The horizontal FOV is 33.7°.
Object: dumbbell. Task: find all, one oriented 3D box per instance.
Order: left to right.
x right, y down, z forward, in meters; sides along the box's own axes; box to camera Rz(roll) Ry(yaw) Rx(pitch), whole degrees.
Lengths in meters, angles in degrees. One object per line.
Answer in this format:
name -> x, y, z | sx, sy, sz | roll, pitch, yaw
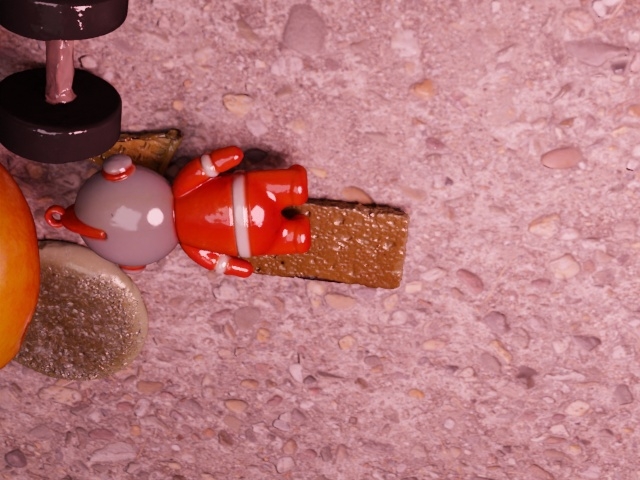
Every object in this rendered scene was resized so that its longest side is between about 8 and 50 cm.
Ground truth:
dumbbell -> -0.302, -0.214, 1.219 | 0.152, 0.152, 0.218 | 11, 127, 0

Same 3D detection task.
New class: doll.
doll -> -0.181, -0.033, 1.340 | 0.336, 0.105, 0.199 | -3, 126, 1

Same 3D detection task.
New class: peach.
peach -> -0.486, 0.031, 1.339 | 0.289, 0.289, 0.308 | 41, 81, -20

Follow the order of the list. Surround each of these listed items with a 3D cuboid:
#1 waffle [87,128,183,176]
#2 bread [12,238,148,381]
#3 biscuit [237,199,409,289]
waffle -> -0.262, -0.129, 1.353 | 0.153, 0.023, 0.097 | 23, 125, -9
bread -> -0.380, 0.109, 1.531 | 0.267, 0.040, 0.267 | 4, 126, 5
biscuit -> 0.000, 0.000, 1.407 | 0.231, 0.025, 0.131 | 8, 125, 3
